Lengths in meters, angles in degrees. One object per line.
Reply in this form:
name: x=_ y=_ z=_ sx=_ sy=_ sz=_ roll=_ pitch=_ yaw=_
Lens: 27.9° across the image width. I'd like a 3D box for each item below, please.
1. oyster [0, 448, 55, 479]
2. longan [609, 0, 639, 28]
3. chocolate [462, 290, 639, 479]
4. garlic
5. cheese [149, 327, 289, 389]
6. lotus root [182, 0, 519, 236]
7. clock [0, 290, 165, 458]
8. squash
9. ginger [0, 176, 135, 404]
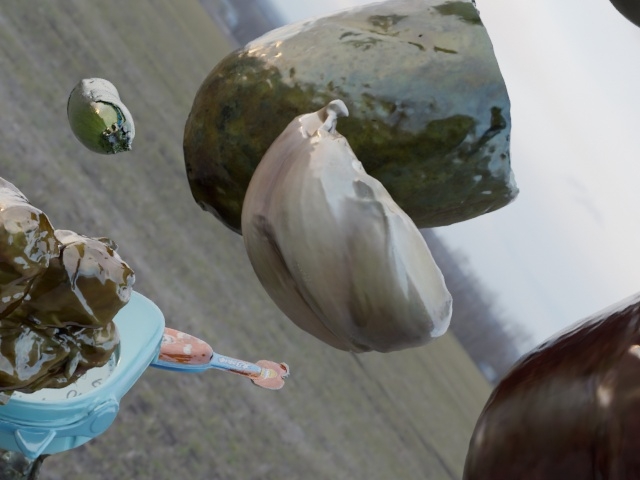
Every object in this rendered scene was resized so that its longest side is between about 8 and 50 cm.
oyster: x=-0.441 y=0.278 z=1.773 sx=0.275 sy=0.100 sz=0.271 roll=40 pitch=-37 yaw=45
longan: x=0.522 y=-0.426 z=1.828 sx=0.300 sy=0.300 sz=0.243 roll=55 pitch=23 yaw=6
chocolate: x=0.283 y=0.186 z=0.940 sx=0.383 sy=0.383 sz=0.331 roll=54 pitch=-33 yaw=-12
garlic: x=0.000 y=0.000 z=1.158 sx=0.217 sy=0.110 sz=0.228 roll=-17 pitch=-87 yaw=60
cheese: x=-0.169 y=0.168 z=1.847 sx=0.256 sy=0.037 sz=0.106 roll=13 pitch=22 yaw=-1
lotus root: x=0.026 y=-0.121 z=1.379 sx=0.250 sy=0.346 sz=0.250 roll=-12 pitch=90 yaw=-84
clock: x=-0.318 y=0.141 z=1.451 sx=0.223 sy=0.094 sz=0.274 roll=20 pitch=39 yaw=6
squash: x=-0.309 y=-0.171 z=1.808 sx=0.087 sy=0.087 sz=0.331 roll=53 pitch=-3 yaw=-24
ginger: x=-0.317 y=0.052 z=1.168 sx=0.274 sy=0.152 sz=0.357 roll=18 pitch=-34 yaw=-5
